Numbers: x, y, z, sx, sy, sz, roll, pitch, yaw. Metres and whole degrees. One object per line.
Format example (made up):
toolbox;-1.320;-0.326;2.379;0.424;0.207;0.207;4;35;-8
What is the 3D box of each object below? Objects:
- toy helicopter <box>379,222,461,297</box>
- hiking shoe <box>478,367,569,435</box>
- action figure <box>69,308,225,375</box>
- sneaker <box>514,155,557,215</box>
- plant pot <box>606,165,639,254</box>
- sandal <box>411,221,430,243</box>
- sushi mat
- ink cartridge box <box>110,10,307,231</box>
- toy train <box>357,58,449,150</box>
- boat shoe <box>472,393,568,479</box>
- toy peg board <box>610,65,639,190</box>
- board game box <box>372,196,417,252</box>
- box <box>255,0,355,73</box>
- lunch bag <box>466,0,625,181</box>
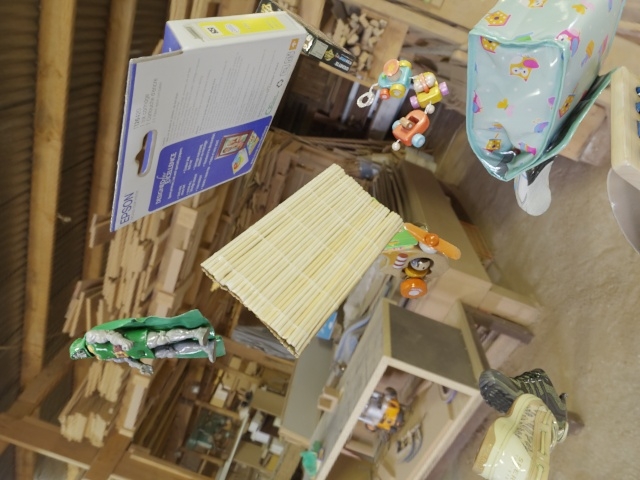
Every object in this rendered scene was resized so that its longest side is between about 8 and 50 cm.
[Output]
toy helicopter;0.243;0.031;1.241;0.235;0.355;0.140;-37;39;44
hiking shoe;0.422;0.312;0.877;0.086;0.227;0.114;-36;22;54
action figure;-0.283;0.165;0.662;0.063;0.232;0.137;-88;-9;-47
sneaker;0.484;-0.160;0.968;0.086;0.085;0.237;-119;5;-49
plant pot;0.854;-0.104;0.937;0.256;0.274;0.256;-20;-90;-75
sandal;0.343;0.003;1.506;0.219;0.060;0.090;106;149;-56
sushi mat;0.000;0.000;0.569;0.316;0.151;0.019;-44;-9;-45
ink cartridge box;-0.185;-0.182;0.639;0.307;0.072;0.303;-33;-15;-44
toy train;0.124;-0.224;0.661;0.125;0.166;0.046;-43;-36;8
boat shoe;0.322;0.316;0.649;0.285;0.089;0.105;4;-76;-51
toy peg board;0.377;-0.100;0.407;0.079;0.160;0.161;-44;17;56
board game box;0.118;-0.036;1.000;0.259;0.124;0.039;-123;29;-60
box;-0.036;-0.525;1.077;0.175;0.220;0.051;-7;-42;-55
lunch bag;0.333;-0.243;0.631;0.223;0.160;0.262;-49;-38;-19
